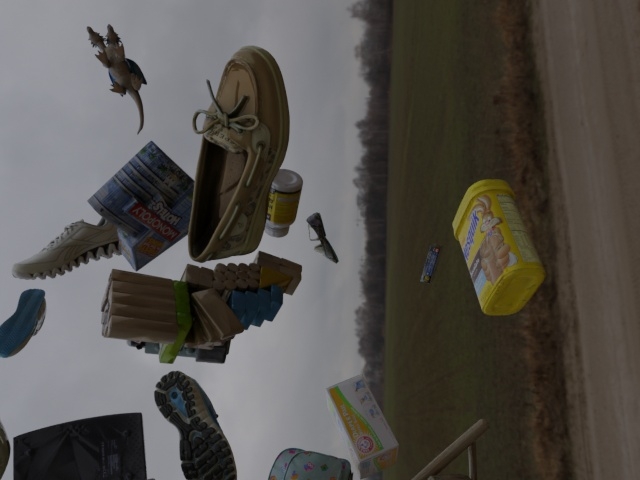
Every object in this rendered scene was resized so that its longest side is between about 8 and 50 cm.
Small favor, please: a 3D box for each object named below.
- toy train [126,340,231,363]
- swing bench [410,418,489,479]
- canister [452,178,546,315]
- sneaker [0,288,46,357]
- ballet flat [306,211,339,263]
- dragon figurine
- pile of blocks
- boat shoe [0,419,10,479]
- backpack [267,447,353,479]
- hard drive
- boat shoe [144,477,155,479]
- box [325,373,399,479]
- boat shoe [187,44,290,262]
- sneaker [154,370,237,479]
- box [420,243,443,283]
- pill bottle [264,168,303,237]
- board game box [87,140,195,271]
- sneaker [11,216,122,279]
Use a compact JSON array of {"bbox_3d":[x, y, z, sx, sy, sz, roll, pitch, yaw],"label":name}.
[{"bbox_3d":[-0.417,0.273,1.558,0.190,0.333,0.142,-105,28,-61],"label":"toy train"},{"bbox_3d":[0.213,0.422,0.694,0.253,0.254,0.165,35,139,58],"label":"swing bench"},{"bbox_3d":[0.263,0.011,0.769,0.126,0.073,0.170,99,169,-49],"label":"canister"},{"bbox_3d":[-0.811,0.238,1.407,0.229,0.087,0.092,-92,11,-54],"label":"sneaker"},{"bbox_3d":[0.000,0.000,1.017,0.041,0.041,0.114,-73,-37,-67],"label":"ballet flat"},{"bbox_3d":[-0.510,-0.429,1.334,0.289,0.085,0.144,64,175,-19],"label":"dragon figurine"},{"bbox_3d":[-0.165,0.115,0.782,0.362,0.149,0.113,-8,-43,-47],"label":"pile of blocks"},{"bbox_3d":[-0.568,0.133,0.686,0.186,0.156,0.500,-24,-64,-35],"label":"boat shoe"},{"bbox_3d":[-0.032,0.569,1.182,0.144,0.188,0.166,75,-154,-48],"label":"backpack"},{"bbox_3d":[-0.481,0.453,1.042,0.054,0.254,0.172,101,158,-71],"label":"hard drive"},{"bbox_3d":[-0.119,0.404,0.512,0.342,0.123,0.123,55,153,8],"label":"boat shoe"},{"bbox_3d":[0.100,0.456,1.262,0.114,0.103,0.203,86,161,-47],"label":"box"},{"bbox_3d":[-0.112,-0.099,0.656,0.089,0.104,0.285,-20,-53,-48],"label":"boat shoe"},{"bbox_3d":[-0.141,0.234,0.632,0.162,0.063,0.073,62,-176,16],"label":"sneaker"},{"bbox_3d":[0.292,0.059,1.338,0.137,0.027,0.094,-9,-65,-73],"label":"box"},{"bbox_3d":[-0.071,-0.064,0.919,0.065,0.065,0.116,-80,3,-53],"label":"pill bottle"},{"bbox_3d":[-0.299,-0.046,0.906,0.194,0.060,0.194,-46,-29,-4],"label":"board game box"},{"bbox_3d":[-0.638,0.015,1.307,0.292,0.110,0.118,-27,-66,-44],"label":"sneaker"}]
